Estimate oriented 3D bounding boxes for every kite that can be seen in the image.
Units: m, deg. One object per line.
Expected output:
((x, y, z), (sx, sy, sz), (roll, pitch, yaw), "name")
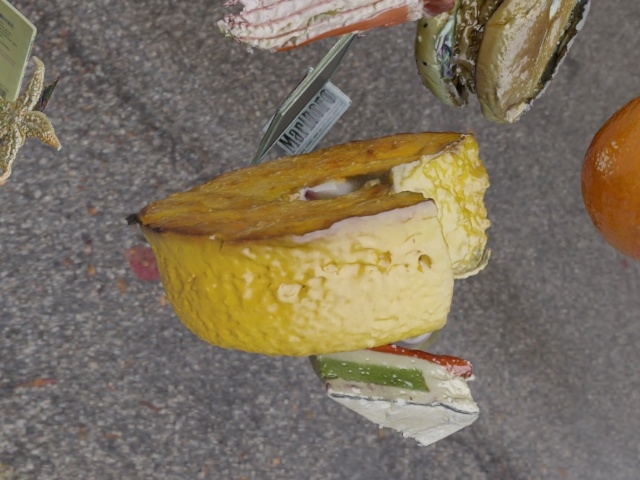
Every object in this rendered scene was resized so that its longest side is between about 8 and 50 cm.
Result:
((-0.474, -0.191, 1.458), (0.190, 0.159, 0.010), (-44, 127, -1), "kite")

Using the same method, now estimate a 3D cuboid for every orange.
((0.394, -0.080, 1.028), (0.224, 0.224, 0.170), (20, 25, -43), "orange")

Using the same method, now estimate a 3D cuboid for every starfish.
((-0.194, -0.079, 0.596), (0.016, 0.086, 0.092), (52, 51, -61), "starfish")

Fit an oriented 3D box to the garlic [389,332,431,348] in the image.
((0.091, 0.115, 1.586), (0.191, 0.214, 0.160), (-17, 91, -51), "garlic")

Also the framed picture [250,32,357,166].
((-0.022, -0.238, 1.488), (0.014, 0.197, 0.252), (38, 62, -1), "framed picture")

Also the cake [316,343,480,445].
((0.104, 0.164, 1.077), (0.220, 0.117, 0.086), (41, 28, -42), "cake")

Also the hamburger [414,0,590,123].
((0.288, -0.359, 1.442), (0.318, 0.195, 0.277), (-56, 153, -2), "hamburger")

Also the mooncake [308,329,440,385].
((0.051, 0.075, 1.964), (0.467, 0.262, 0.467), (54, 19, -29), "mooncake")

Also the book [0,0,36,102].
((-0.582, -0.346, 1.639), (0.168, 0.192, 0.013), (42, 38, 12), "book")

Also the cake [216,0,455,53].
((0.022, -0.275, 1.059), (0.135, 0.287, 0.098), (-110, -169, -84), "cake")

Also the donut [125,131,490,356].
((0.000, 0.000, 1.056), (0.435, 0.378, 0.163), (-38, 122, -61), "donut")

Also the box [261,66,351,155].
((-0.031, -0.262, 1.951), (0.115, 0.177, 0.036), (39, 29, -6), "box")
